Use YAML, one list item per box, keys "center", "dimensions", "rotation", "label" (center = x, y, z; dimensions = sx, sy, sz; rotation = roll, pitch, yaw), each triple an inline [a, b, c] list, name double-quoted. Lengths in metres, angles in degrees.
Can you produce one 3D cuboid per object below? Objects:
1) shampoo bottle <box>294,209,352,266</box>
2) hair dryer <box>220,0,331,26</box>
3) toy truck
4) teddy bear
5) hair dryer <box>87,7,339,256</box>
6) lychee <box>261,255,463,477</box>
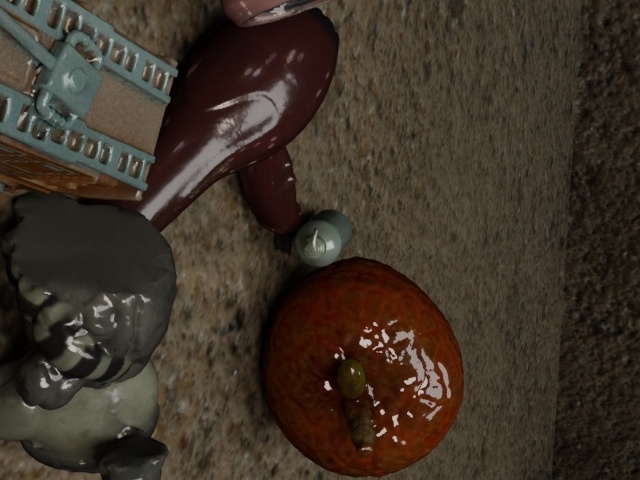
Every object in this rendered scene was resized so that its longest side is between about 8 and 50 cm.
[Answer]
- center: [0.000, 0.000, 1.081]
  dimensions: [0.195, 0.056, 0.056]
  rotation: [-44, 141, -78]
  label: "shampoo bottle"
- center: [-0.019, -0.318, 0.887]
  dimensions: [0.352, 0.125, 0.210]
  rotation: [-36, 110, -70]
  label: "hair dryer"
- center: [-0.221, -0.111, 0.538]
  dimensions: [0.305, 0.162, 0.136]
  rotation: [25, 78, -63]
  label: "toy truck"
- center: [-0.183, 0.105, 0.714]
  dimensions: [0.144, 0.171, 0.251]
  rotation: [-6, 113, -29]
  label: "teddy bear"
- center: [-0.084, -0.045, 0.949]
  dimensions: [0.312, 0.123, 0.340]
  rotation: [-53, 156, -24]
  label: "hair dryer"
- center: [0.045, 0.152, 1.101]
  dimensions: [0.300, 0.255, 0.255]
  rotation: [-43, 138, -65]
  label: "lychee"
